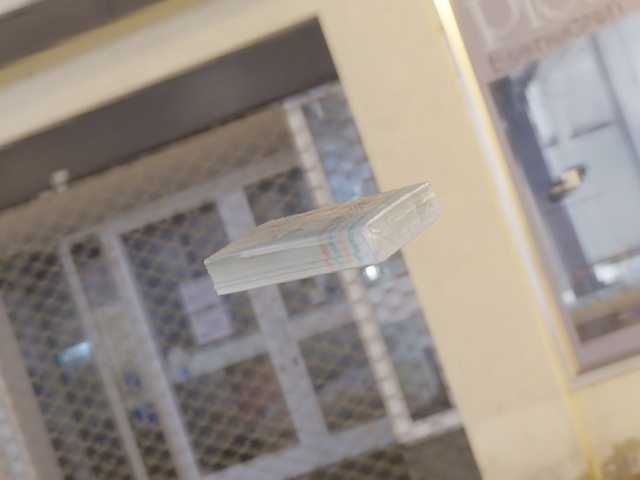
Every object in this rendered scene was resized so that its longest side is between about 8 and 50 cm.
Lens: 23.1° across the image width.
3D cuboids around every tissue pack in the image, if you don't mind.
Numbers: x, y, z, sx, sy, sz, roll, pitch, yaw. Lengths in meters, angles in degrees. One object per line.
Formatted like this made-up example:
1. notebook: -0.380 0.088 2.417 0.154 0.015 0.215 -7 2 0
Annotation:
1. tissue pack: 0.000 0.000 0.729 0.108 0.023 0.056 -11 16 46
